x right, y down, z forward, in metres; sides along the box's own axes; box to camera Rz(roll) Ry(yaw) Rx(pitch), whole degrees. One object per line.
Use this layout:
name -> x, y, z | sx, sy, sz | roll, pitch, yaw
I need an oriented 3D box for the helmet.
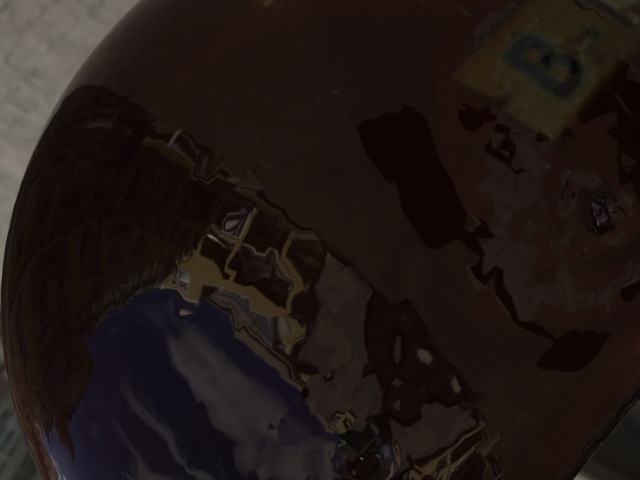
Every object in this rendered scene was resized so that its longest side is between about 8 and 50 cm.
helmet -> 0.000, 0.000, 0.618 | 0.230, 0.385, 0.337 | 47, 134, 2
